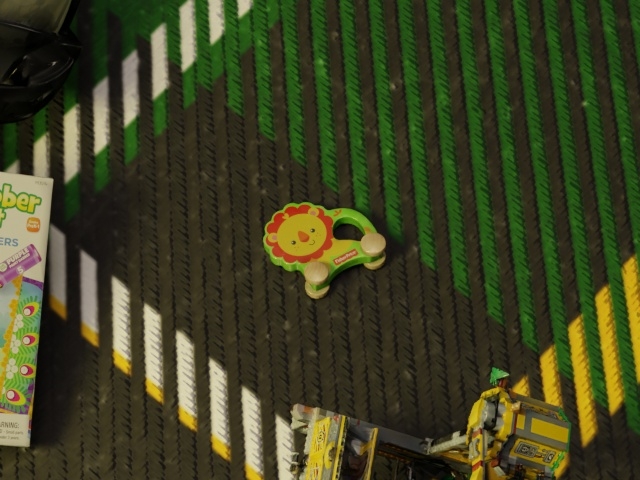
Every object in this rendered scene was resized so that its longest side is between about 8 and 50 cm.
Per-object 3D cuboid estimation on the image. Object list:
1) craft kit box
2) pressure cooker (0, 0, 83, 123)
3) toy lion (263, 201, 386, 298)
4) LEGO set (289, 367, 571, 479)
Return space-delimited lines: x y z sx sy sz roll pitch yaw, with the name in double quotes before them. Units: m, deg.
"craft kit box" -0.368 0.052 1.725 0.250 0.061 0.246 6 83 -28
"pressure cooker" -0.419 -0.263 1.792 0.370 0.375 0.420 -28 64 -22
"toy lion" 0.000 0.000 1.871 0.100 0.034 0.096 -26 61 -13
"LEGO set" 0.058 0.259 1.628 0.192 0.255 0.331 19 76 -22
